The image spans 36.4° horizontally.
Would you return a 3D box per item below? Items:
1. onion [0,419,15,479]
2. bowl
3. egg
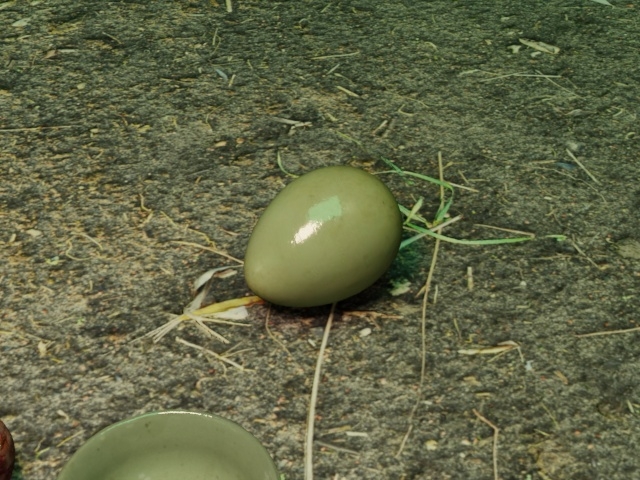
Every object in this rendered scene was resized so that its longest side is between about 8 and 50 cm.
[{"bbox_3d":[-0.491,0.288,1.322,0.159,0.160,0.195,-3,16,-6],"label":"onion"},{"bbox_3d":[-0.189,0.368,1.232,0.289,0.146,0.289,0,39,0],"label":"bowl"},{"bbox_3d":[0.000,0.000,1.623,0.295,0.218,0.218,-33,50,-19],"label":"egg"}]
